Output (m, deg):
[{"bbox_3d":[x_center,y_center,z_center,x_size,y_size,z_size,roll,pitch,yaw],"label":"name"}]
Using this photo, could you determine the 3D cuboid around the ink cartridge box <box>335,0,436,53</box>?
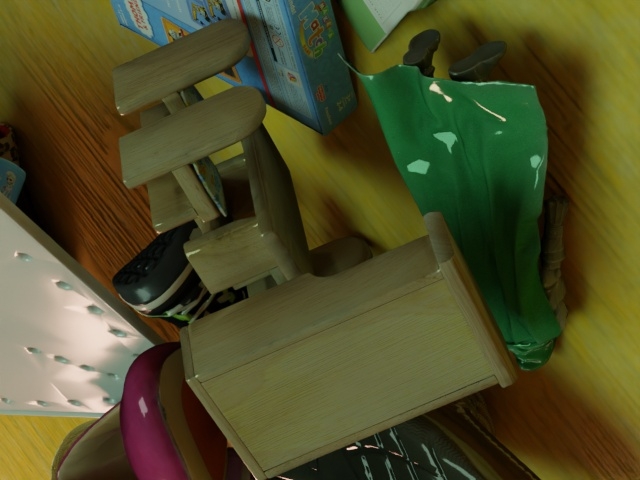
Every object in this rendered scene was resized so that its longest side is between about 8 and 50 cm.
[{"bbox_3d":[0.022,-0.206,0.900,0.171,0.056,0.235,57,173,0],"label":"ink cartridge box"}]

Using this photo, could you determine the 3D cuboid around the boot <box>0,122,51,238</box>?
[{"bbox_3d":[-0.342,-0.026,1.524,0.236,0.085,0.178,6,123,35],"label":"boot"}]

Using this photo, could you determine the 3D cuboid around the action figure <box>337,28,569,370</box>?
[{"bbox_3d":[0.101,-0.012,0.958,0.137,0.063,0.232,20,141,43],"label":"action figure"}]

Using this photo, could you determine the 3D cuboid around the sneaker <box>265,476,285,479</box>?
[{"bbox_3d":[0.012,0.373,1.379,0.182,0.158,0.410,21,132,68],"label":"sneaker"}]

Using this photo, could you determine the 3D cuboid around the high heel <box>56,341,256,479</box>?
[{"bbox_3d":[-0.157,0.166,1.265,0.181,0.127,0.377,1,156,5],"label":"high heel"}]

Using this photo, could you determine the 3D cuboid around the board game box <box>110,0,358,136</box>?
[{"bbox_3d":[-0.076,-0.172,1.050,0.211,0.039,0.160,30,152,35],"label":"board game box"}]

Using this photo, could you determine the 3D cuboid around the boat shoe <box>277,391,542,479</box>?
[{"bbox_3d":[0.059,0.128,1.092,0.324,0.120,0.122,30,129,46],"label":"boat shoe"}]

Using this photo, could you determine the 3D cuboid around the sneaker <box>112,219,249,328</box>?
[{"bbox_3d":[-0.082,0.029,1.184,0.097,0.084,0.234,47,-175,-3],"label":"sneaker"}]

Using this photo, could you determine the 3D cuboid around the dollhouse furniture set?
[{"bbox_3d":[0.000,0.000,0.984,0.242,0.161,0.212,-104,-12,-49],"label":"dollhouse furniture set"}]

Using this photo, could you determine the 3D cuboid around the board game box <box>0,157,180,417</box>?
[{"bbox_3d":[-0.315,0.038,1.310,0.390,0.050,0.390,-2,149,29],"label":"board game box"}]

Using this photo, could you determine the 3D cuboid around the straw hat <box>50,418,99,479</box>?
[{"bbox_3d":[-0.190,0.228,1.575,0.061,0.144,0.144,-88,-28,-76],"label":"straw hat"}]
